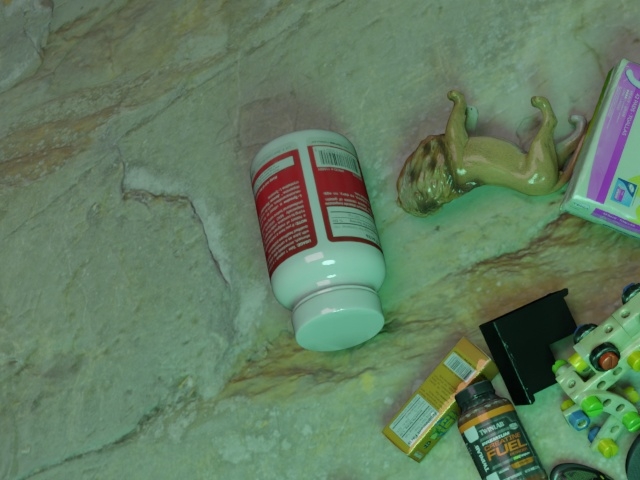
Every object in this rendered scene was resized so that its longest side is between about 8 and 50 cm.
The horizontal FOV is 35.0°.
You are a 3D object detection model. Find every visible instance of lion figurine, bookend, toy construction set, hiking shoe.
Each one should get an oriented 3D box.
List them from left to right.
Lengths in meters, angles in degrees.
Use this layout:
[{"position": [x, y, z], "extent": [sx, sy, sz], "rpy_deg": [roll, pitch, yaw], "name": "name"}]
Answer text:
[{"position": [0.341, -0.152, 1.955], "extent": [0.392, 0.142, 0.240], "rpy_deg": [5, 77, 26], "name": "lion figurine"}, {"position": [0.388, 0.187, 1.790], "extent": [0.157, 0.072, 0.156], "rpy_deg": [-23, 85, -15], "name": "bookend"}, {"position": [0.460, 0.424, 1.624], "extent": [0.227, 0.114, 0.086], "rpy_deg": [34, 84, 35], "name": "hiking shoe"}, {"position": [0.515, 0.185, 1.661], "extent": [0.327, 0.215, 0.151], "rpy_deg": [-49, 34, -5], "name": "toy construction set"}]

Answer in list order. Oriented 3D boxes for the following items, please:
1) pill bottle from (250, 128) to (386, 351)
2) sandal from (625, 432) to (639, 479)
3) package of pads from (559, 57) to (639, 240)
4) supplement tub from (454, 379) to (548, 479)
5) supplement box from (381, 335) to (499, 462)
[{"position": [0.000, 0.000, 2.008], "extent": [0.229, 0.229, 0.407], "rpy_deg": [-23, 58, 17], "name": "pill bottle"}, {"position": [0.561, 0.287, 1.614], "extent": [0.097, 0.054, 0.254], "rpy_deg": [16, 114, -3], "name": "sandal"}, {"position": [0.582, -0.149, 1.789], "extent": [0.229, 0.101, 0.296], "rpy_deg": [22, 77, 1], "name": "package of pads"}, {"position": [0.301, 0.342, 1.734], "extent": [0.106, 0.106, 0.197], "rpy_deg": [-30, 69, 13], "name": "supplement tub"}, {"position": [0.220, 0.290, 1.843], "extent": [0.233, 0.078, 0.080], "rpy_deg": [-48, 56, 1], "name": "supplement box"}]
